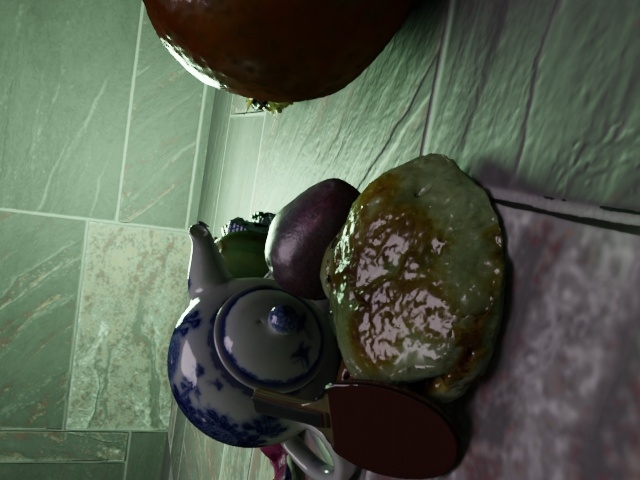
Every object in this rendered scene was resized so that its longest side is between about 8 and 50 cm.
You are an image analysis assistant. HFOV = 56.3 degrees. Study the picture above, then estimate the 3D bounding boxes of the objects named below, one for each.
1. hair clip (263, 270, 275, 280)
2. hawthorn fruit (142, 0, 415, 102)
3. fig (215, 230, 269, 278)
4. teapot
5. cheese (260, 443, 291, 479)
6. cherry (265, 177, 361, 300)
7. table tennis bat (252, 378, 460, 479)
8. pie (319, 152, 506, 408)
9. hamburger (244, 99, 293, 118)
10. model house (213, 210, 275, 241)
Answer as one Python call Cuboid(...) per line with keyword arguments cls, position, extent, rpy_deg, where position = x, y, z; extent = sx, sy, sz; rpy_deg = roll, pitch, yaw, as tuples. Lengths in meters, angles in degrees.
Cuboid(cls="hair clip", position=(-0.104, 0.122, 1.126), extent=(0.218, 0.159, 0.071), rpy_deg=(-46, -4, 22))
Cuboid(cls="hawthorn fruit", position=(-0.034, -0.384, 0.774), extent=(0.403, 0.403, 0.402), rpy_deg=(-173, 90, -71))
Cuboid(cls="fig", position=(-0.152, 0.065, 1.234), extent=(0.181, 0.191, 0.180), rpy_deg=(-25, 44, 27))
Cuboid(cls="teapot", position=(-0.087, 0.164, 0.868), extent=(0.423, 0.252, 0.280), rpy_deg=(55, 145, 15))
Cuboid(cls="cheese", position=(-0.073, 0.358, 1.057), extent=(0.155, 0.062, 0.244), rpy_deg=(116, 153, -46))
Cuboid(cls="cherry", position=(0.001, -0.003, 0.843), extent=(0.176, 0.140, 0.176), rpy_deg=(-49, 11, 13))
Cuboid(cls="table tennis bat", position=(0.032, 0.188, 0.614), extent=(0.019, 0.221, 0.130), rpy_deg=(-55, -34, -51))
Cuboid(cls="pie", position=(0.094, 0.046, 0.644), extent=(0.257, 0.106, 0.274), rpy_deg=(-39, 48, 44))
Cuboid(cls="hamburger", position=(-0.100, -0.397, 1.284), extent=(0.261, 0.139, 0.243), rpy_deg=(115, 152, -44))
Cuboid(cls="model house", position=(-0.182, -0.012, 1.375), extent=(0.148, 0.149, 0.119), rpy_deg=(-123, 44, -59))
